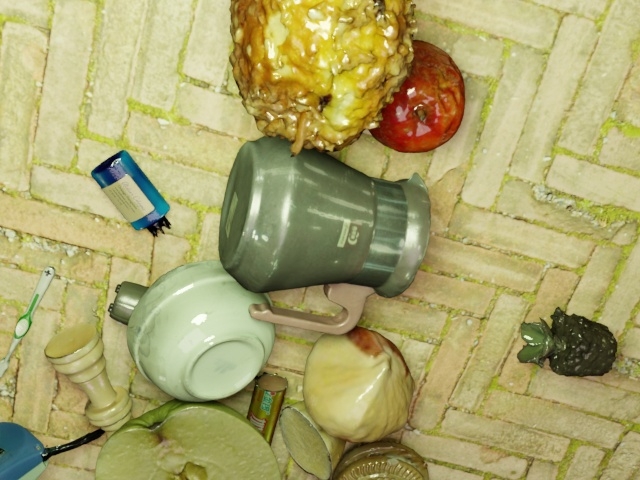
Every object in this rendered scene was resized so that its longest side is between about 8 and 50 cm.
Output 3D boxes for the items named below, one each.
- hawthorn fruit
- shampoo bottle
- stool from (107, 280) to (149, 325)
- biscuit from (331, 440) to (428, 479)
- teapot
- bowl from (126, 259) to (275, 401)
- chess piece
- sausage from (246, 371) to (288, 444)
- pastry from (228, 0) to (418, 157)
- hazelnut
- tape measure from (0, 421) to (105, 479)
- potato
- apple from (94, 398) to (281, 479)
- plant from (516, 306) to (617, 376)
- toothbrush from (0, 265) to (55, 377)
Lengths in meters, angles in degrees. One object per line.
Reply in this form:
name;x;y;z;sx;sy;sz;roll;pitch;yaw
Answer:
hawthorn fruit;0.172;-0.244;1.543;0.208;0.243;0.207;-1;115;-3
shampoo bottle;-0.364;-0.085;1.693;0.087;0.050;0.183;-31;116;8
stool;-0.380;0.137;1.786;0.110;0.096;0.096;22;114;-11
biscuit;0.144;0.599;2.074;0.259;0.079;0.259;-1;118;-2
teapot;0.000;0.000;1.633;0.362;0.305;0.376;11;111;-17
bowl;-0.223;0.207;1.745;0.307;0.163;0.307;-17;131;-21
chess piece;-0.467;0.369;1.893;0.117;0.117;0.397;-17;119;5
sausage;-0.151;0.470;1.988;0.082;0.082;0.371;10;117;-9
pastry;-0.007;-0.321;1.411;0.292;0.405;0.337;4;116;-26
hazelnut;0.085;0.304;1.819;0.261;0.261;0.241;35;141;-20
tape measure;-0.671;0.464;1.917;0.351;0.215;0.097;-32;127;-38
potato;0.002;0.436;1.955;0.117;0.182;0.202;-32;141;-31
apple;-0.281;0.501;1.832;0.312;0.320;0.360;-7;115;38
plant;0.535;0.227;1.878;0.203;0.131;0.142;14;117;-22
toothbrush;-0.627;0.175;1.822;0.030;0.030;0.304;26;113;-16
